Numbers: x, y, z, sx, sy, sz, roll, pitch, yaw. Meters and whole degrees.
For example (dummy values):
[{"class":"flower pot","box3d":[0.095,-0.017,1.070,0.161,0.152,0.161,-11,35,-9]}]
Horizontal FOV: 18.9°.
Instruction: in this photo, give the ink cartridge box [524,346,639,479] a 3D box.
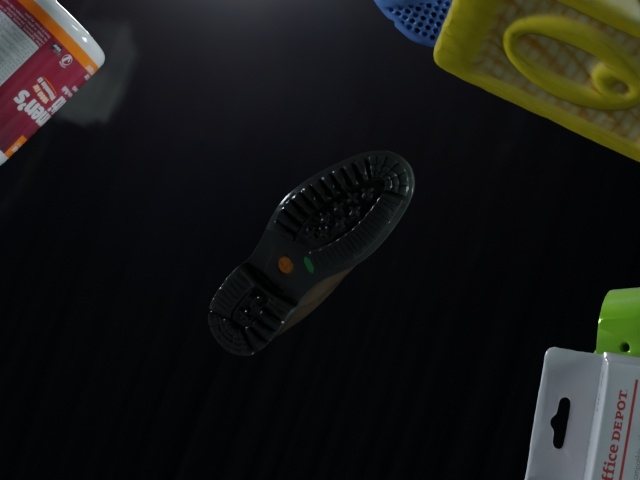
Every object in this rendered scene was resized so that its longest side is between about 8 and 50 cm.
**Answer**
[{"class":"ink cartridge box","box3d":[0.226,0.133,1.234,0.180,0.104,0.060,9,4,5]}]

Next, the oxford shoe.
[{"class":"oxford shoe","box3d":[0.000,0.000,1.625,0.083,0.227,0.096,51,27,7]}]

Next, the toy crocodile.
[{"class":"toy crocodile","box3d":[0.351,0.113,1.814,0.115,0.105,0.340,-9,-12,37]}]

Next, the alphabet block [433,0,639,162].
[{"class":"alphabet block","box3d":[0.210,-0.197,1.318,0.192,0.197,0.193,26,-19,5]}]

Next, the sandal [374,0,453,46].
[{"class":"sandal","box3d":[0.074,-0.327,1.947,0.126,0.138,0.317,-17,-59,14]}]

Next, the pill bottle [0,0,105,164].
[{"class":"pill bottle","box3d":[-0.337,-0.152,1.971,0.121,0.221,0.121,44,-4,4]}]
